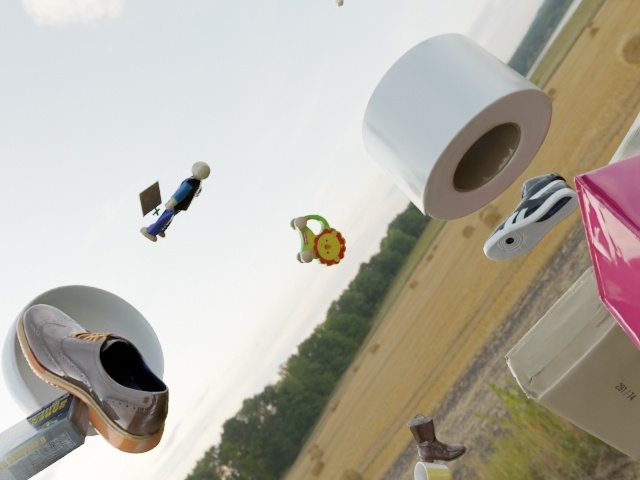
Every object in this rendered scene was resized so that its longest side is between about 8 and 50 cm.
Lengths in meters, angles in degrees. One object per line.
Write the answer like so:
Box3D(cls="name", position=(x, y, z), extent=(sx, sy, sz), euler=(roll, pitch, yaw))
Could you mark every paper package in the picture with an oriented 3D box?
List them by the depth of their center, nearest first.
Box3D(cls="paper package", position=(0.634, 0.261, 1.208), extent=(0.309, 0.325, 0.168), euler=(-53, 19, 15))

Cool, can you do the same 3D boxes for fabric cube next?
Box3D(cls="fabric cube", position=(0.534, 0.016, 0.740), extent=(0.258, 0.259, 0.254), euler=(-21, 29, 11))

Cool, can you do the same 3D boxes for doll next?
Box3D(cls="doll", position=(-0.276, -0.077, 1.090), extent=(0.189, 0.046, 0.129), euler=(-47, 1, 16))

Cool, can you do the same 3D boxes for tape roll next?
Box3D(cls="tape roll", position=(0.211, -0.176, 0.881), extent=(0.246, 0.169, 0.246), euler=(-24, -34, -18))

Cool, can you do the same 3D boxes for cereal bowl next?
Box3D(cls="cereal bowl", position=(-0.521, 0.270, 1.209), extent=(0.141, 0.339, 0.339), euler=(-40, 0, 27))

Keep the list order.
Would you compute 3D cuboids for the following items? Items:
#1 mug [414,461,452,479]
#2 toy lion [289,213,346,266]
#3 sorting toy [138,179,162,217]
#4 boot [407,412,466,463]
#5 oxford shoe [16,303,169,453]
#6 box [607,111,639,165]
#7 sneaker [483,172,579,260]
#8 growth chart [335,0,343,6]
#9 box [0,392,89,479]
Box3D(cls="mug", position=(0.239, 0.498, 1.157), extent=(0.078, 0.064, 0.062), euler=(-105, 25, -48))
Box3D(cls="toy lion", position=(0.000, 0.000, 1.018), extent=(0.096, 0.100, 0.034), euler=(-11, 0, -24))
Box3D(cls="sorting toy", position=(-0.334, -0.073, 1.097), extent=(0.062, 0.012, 0.083), euler=(-54, -23, -44))
Box3D(cls="boot", position=(0.250, 0.419, 1.200), extent=(0.107, 0.114, 0.037), euler=(-17, 13, 4))
Box3D(cls="oxford shoe", position=(-0.387, 0.199, 0.967), extent=(0.130, 0.364, 0.132), euler=(-15, -46, -60))
Box3D(cls="box", position=(0.700, -0.181, 1.128), extent=(0.127, 0.149, 0.232), euler=(-35, -29, -27))
Box3D(cls="sneaker", position=(0.434, -0.054, 1.187), extent=(0.217, 0.079, 0.121), euler=(-40, 27, 24))
Box3D(cls="growth chart", position=(0.092, -0.497, 0.922), extent=(0.237, 0.021, 0.171), euler=(-29, 50, 45))
Box3D(cls="box", position=(-0.507, 0.354, 0.933), extent=(0.231, 0.056, 0.183), euler=(-31, 10, -15))
